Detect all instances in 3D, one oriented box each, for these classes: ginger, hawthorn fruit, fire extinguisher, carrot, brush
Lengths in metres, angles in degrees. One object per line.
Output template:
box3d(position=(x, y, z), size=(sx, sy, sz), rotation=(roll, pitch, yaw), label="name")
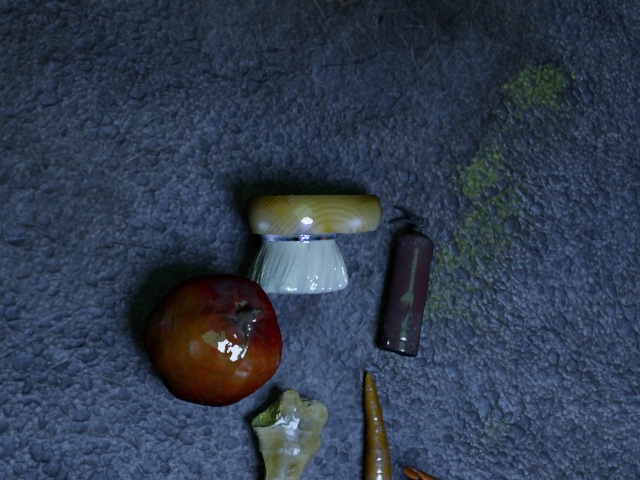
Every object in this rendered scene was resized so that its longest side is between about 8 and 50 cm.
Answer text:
box3d(position=(-0.046, 0.391, 1.354), size=(0.131, 0.086, 0.294), rotation=(-2, 88, -29), label="ginger")
box3d(position=(-0.162, 0.151, 1.285), size=(0.215, 0.250, 0.215), rotation=(11, 66, -27), label="hawthorn fruit")
box3d(position=(0.150, 0.070, 1.469), size=(0.089, 0.072, 0.267), rotation=(4, 75, 25), label="fire extinguisher")
box3d(position=(0.094, 0.334, 1.416), size=(0.048, 0.048, 0.216), rotation=(0, 75, -13), label="carrot")
box3d(position=(0.000, 0.000, 1.405), size=(0.267, 0.174, 0.166), rotation=(-5, 95, -32), label="brush")

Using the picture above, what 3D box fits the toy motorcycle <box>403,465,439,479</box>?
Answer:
box3d(position=(0.125, 0.490, 1.313), size=(0.326, 0.148, 0.221), rotation=(-18, 97, -21), label="toy motorcycle")
